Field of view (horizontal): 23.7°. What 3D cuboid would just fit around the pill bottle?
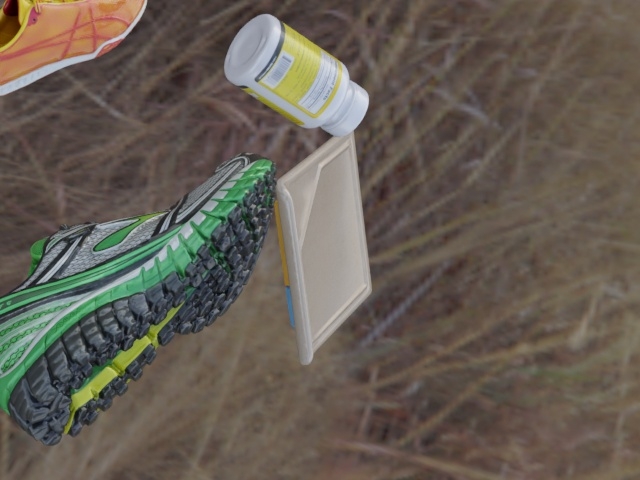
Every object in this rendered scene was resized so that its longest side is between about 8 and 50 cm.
[{"bbox_3d":[-0.017,-0.133,1.270,0.116,0.065,0.065,31,78,-32],"label":"pill bottle"}]

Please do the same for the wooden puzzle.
[{"bbox_3d":[0.000,0.000,1.789,0.238,0.044,0.221,-48,135,-60],"label":"wooden puzzle"}]

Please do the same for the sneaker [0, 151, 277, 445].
[{"bbox_3d":[-0.166,0.016,1.318,0.343,0.146,0.134,-39,154,-34],"label":"sneaker"}]

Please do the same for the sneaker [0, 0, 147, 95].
[{"bbox_3d":[-0.213,-0.175,1.224,0.175,0.064,0.067,-33,133,-28],"label":"sneaker"}]
